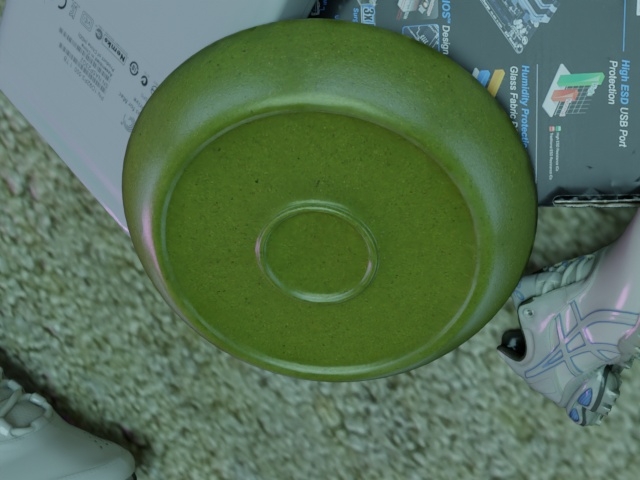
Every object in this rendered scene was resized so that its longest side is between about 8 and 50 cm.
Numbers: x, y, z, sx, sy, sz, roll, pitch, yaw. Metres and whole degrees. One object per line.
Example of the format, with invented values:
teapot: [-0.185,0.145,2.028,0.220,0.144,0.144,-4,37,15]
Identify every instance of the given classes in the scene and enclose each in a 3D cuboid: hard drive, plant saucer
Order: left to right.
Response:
hard drive: [-0.092,-0.167,0.420,0.203,0.040,0.307,45,124,18]
plant saucer: [0.000,0.000,0.413,0.241,0.037,0.241,4,125,6]

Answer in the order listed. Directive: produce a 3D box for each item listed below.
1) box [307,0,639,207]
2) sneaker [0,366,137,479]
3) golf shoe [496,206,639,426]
box: [0.090,-0.166,0.415,0.293,0.073,0.296,0,102,15]
sneaker: [-0.282,0.144,0.572,0.297,0.111,0.129,10,99,12]
golf shoe: [0.149,0.037,0.422,0.086,0.069,0.176,28,137,20]
